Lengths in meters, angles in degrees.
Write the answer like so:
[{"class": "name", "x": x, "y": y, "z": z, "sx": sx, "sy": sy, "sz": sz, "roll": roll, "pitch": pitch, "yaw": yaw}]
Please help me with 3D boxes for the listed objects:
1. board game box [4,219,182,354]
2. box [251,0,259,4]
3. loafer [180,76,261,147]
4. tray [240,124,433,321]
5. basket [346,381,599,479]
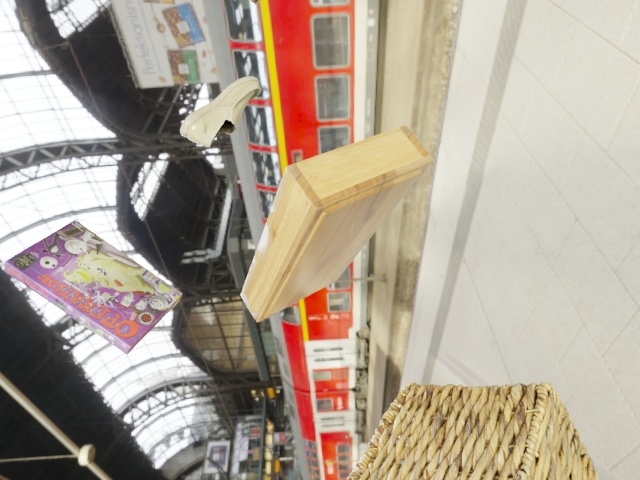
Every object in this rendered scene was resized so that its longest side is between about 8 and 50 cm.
[{"class": "board game box", "x": -0.547, "y": 0.106, "z": 1.077, "sx": 0.056, "sy": 0.347, "sz": 0.208, "roll": -54, "pitch": 2, "yaw": 42}, {"class": "box", "x": -0.090, "y": -0.690, "z": 1.060, "sx": 0.164, "sy": 0.021, "sz": 0.201, "roll": -16, "pitch": 44, "yaw": 58}, {"class": "loafer", "x": -0.247, "y": -0.335, "z": 1.154, "sx": 0.092, "sy": 0.268, "sz": 0.102, "roll": 48, "pitch": 156, "yaw": -9}, {"class": "tray", "x": 0.000, "y": 0.000, "z": 0.722, "sx": 0.076, "sy": 0.203, "sz": 0.410, "roll": 55, "pitch": 150, "yaw": 16}, {"class": "basket", "x": 0.175, "y": 0.339, "z": 0.515, "sx": 0.299, "sy": 0.223, "sz": 0.213, "roll": -43, "pitch": -73, "yaw": -44}]
